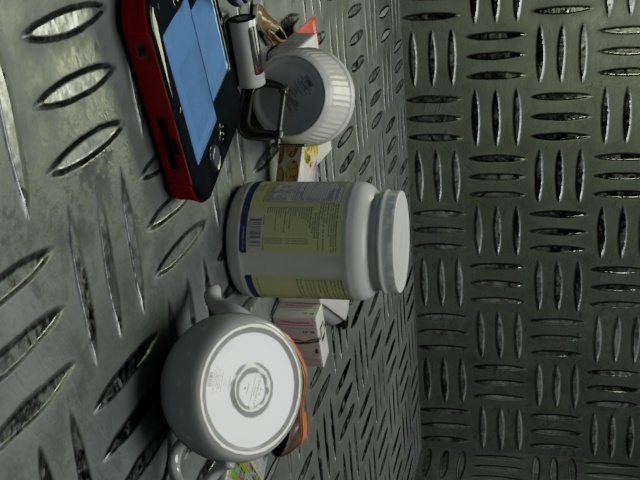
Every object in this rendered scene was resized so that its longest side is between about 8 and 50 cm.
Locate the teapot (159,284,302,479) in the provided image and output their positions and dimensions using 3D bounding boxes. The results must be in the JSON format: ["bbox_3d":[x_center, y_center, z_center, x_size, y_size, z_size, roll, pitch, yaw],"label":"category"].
[{"bbox_3d":[-0.167,0.238,1.480,0.256,0.187,0.252,-38,112,-39],"label":"teapot"}]

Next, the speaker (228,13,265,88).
[{"bbox_3d":[-0.142,-0.364,1.771,0.055,0.055,0.136,-67,154,-56],"label":"speaker"}]

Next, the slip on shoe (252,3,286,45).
[{"bbox_3d":[-0.108,-0.452,1.923,0.135,0.041,0.051,58,35,-65],"label":"slip on shoe"}]

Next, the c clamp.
[{"bbox_3d":[-0.095,-0.249,1.801,0.022,0.137,0.161,71,18,-68],"label":"c clamp"}]

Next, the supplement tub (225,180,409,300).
[{"bbox_3d":[0.000,0.000,1.800,0.235,0.325,0.235,1,90,-76],"label":"supplement tub"}]

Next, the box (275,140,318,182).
[{"bbox_3d":[-0.053,-0.146,1.994,0.063,0.067,0.324,-1,101,-54],"label":"box"}]

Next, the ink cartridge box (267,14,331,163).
[{"bbox_3d":[-0.021,-0.343,2.137,0.261,0.066,0.296,-53,143,-48],"label":"ink cartridge box"}]

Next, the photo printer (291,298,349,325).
[{"bbox_3d":[-0.005,0.058,2.224,0.307,0.107,0.256,44,49,-70],"label":"photo printer"}]

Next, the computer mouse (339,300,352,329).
[{"bbox_3d":[0.071,0.120,2.633,0.184,0.060,0.262,45,59,-76],"label":"computer mouse"}]

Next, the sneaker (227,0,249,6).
[{"bbox_3d":[-0.175,-0.473,1.490,0.098,0.083,0.224,60,2,23],"label":"sneaker"}]

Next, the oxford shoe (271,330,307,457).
[{"bbox_3d":[-0.084,0.327,1.945,0.098,0.097,0.271,-30,113,-66],"label":"oxford shoe"}]

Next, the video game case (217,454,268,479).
[{"bbox_3d":[-0.156,0.460,1.825,0.227,0.026,0.206,73,22,-52],"label":"video game case"}]

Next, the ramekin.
[{"bbox_3d":[-0.044,-0.295,1.878,0.109,0.207,0.207,-14,104,-66],"label":"ramekin"}]

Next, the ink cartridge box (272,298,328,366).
[{"bbox_3d":[-0.047,0.199,2.077,0.060,0.104,0.180,-67,153,-53],"label":"ink cartridge box"}]

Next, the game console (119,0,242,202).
[{"bbox_3d":[-0.209,-0.292,1.505,0.342,0.060,0.386,-72,158,-49],"label":"game console"}]
